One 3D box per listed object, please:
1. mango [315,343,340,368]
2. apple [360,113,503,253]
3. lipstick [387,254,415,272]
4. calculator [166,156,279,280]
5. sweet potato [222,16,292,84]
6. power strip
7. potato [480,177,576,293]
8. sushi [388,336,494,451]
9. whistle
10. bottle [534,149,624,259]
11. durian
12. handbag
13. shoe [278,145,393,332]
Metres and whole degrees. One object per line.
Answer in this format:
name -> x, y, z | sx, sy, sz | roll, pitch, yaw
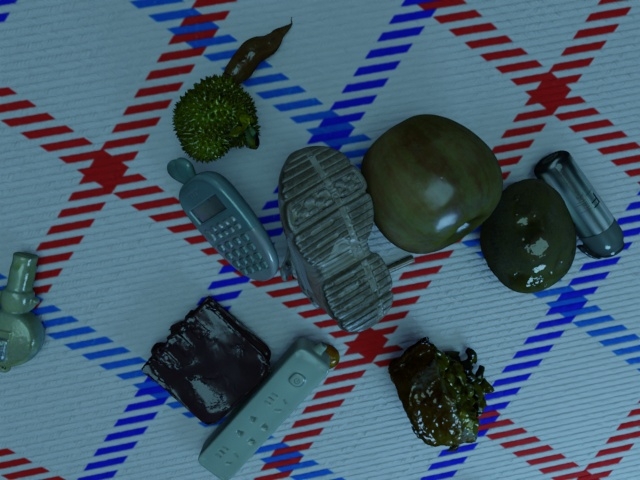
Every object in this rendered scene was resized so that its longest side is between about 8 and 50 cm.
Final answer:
mango -> -0.003, 0.255, 1.063 | 0.089, 0.046, 0.060 | -7, 104, -2
apple -> 0.203, -0.107, 0.930 | 0.256, 0.257, 0.234 | -38, 70, 2
lipstick -> 0.160, 0.058, 1.058 | 0.094, 0.019, 0.019 | -24, 100, -1
calculator -> -0.188, -0.040, 0.946 | 0.295, 0.184, 0.042 | 54, 54, -13
sweet potato -> -0.124, -0.370, 0.952 | 0.195, 0.056, 0.056 | -41, 100, -3
power strip -> -0.115, 0.355, 1.038 | 0.091, 0.062, 0.385 | 39, 102, -7
potato -> 0.426, -0.009, 1.001 | 0.177, 0.160, 0.235 | 3, 99, -18
sushi -> 0.266, 0.325, 1.048 | 0.179, 0.167, 0.296 | -28, 92, 20
whistle -> -0.622, 0.150, 0.987 | 0.126, 0.067, 0.258 | 14, 95, -8
bottle -> 0.550, -0.070, 1.038 | 0.096, 0.079, 0.254 | -39, 100, 7
durian -> -0.197, -0.224, 0.893 | 0.159, 0.198, 0.146 | -21, 110, 5
handbag -> -0.236, 0.254, 1.031 | 0.216, 0.074, 0.203 | 43, 93, -8
shoe -> -0.003, 0.000, 0.939 | 0.171, 0.198, 0.351 | -20, 99, -21
